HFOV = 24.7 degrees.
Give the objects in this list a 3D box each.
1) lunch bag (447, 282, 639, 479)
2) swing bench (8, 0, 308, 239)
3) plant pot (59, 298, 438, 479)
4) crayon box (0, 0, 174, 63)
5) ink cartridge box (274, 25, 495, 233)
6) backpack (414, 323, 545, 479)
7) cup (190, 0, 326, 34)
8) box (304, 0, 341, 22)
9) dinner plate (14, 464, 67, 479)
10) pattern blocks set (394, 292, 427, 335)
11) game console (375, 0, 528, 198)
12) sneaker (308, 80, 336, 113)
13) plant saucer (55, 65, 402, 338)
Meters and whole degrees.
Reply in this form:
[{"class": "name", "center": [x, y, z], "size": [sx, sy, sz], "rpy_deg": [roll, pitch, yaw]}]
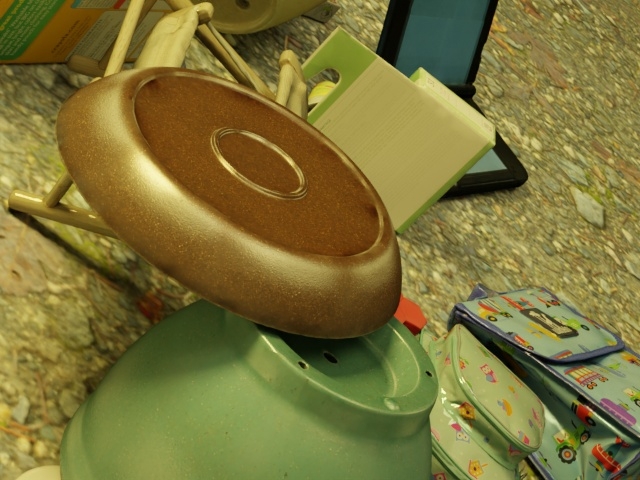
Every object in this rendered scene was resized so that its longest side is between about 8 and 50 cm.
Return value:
[{"class": "lunch bag", "center": [0.278, 0.159, 1.694], "size": [0.293, 0.138, 0.221], "rpy_deg": [44, 28, 22]}, {"class": "swing bench", "center": [-0.122, -0.094, 1.386], "size": [0.255, 0.165, 0.253], "rpy_deg": [31, 34, -18]}, {"class": "plant pot", "center": [-0.028, 0.144, 1.144], "size": [0.293, 0.196, 0.293], "rpy_deg": [27, 24, -13]}, {"class": "crayon box", "center": [-0.245, -0.268, 1.432], "size": [0.083, 0.203, 0.323], "rpy_deg": [54, 30, 14]}, {"class": "ink cartridge box", "center": [0.062, -0.134, 1.698], "size": [0.235, 0.171, 0.056], "rpy_deg": [36, 30, -17]}, {"class": "backpack", "center": [0.129, 0.187, 1.419], "size": [0.166, 0.144, 0.188], "rpy_deg": [45, 31, -13]}, {"class": "cup", "center": [-0.082, -0.383, 1.732], "size": [0.331, 0.331, 0.237], "rpy_deg": [37, 55, -17]}, {"class": "box", "center": [-0.057, -0.395, 2.009], "size": [0.114, 0.036, 0.207], "rpy_deg": [12, 44, -45]}, {"class": "dinner plate", "center": [-0.176, 0.226, 1.098], "size": [0.141, 0.017, 0.141], "rpy_deg": [32, 34, -24]}, {"class": "pattern blocks set", "center": [-0.034, -0.020, 1.581], "size": [0.325, 0.026, 0.285], "rpy_deg": [12, 43, -45]}, {"class": "game console", "center": [0.194, -0.208, 1.964], "size": [0.250, 0.173, 0.293], "rpy_deg": [55, 31, 16]}, {"class": "sneaker", "center": [0.069, -0.133, 1.802], "size": [0.208, 0.081, 0.094], "rpy_deg": [33, 29, -22]}, {"class": "plant saucer", "center": [-0.058, -0.046, 1.156], "size": [0.311, 0.050, 0.310], "rpy_deg": [26, 28, -15]}]
